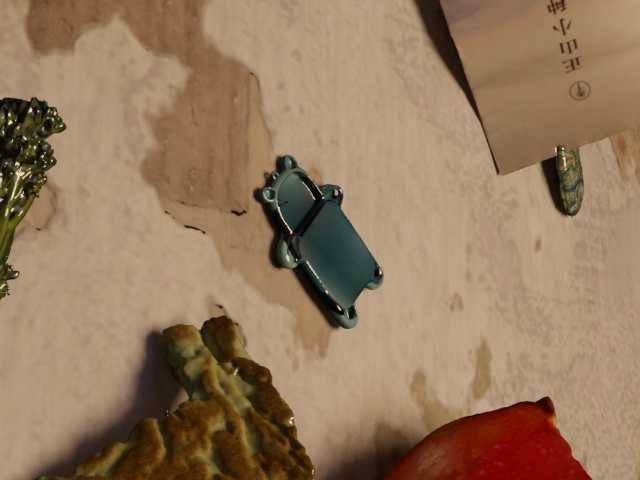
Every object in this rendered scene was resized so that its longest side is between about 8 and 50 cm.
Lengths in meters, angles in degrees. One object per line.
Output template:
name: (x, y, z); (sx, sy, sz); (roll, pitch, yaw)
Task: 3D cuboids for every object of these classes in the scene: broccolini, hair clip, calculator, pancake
broccolini: (-0.222, 0.101, 0.635); (0.074, 0.079, 0.392); (33, 67, -51)
hair clip: (0.236, -0.133, 1.174); (0.066, 0.036, 0.229); (-40, 112, -50)
calculator: (0.000, 0.000, 0.908); (0.141, 0.019, 0.094); (55, 47, -23)
pancake: (-0.104, 0.189, 0.663); (0.376, 0.197, 0.054); (-67, 165, -47)

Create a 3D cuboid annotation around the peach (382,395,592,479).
peach: (0.147, 0.281, 0.842); (0.281, 0.281, 0.338); (41, 55, -35)

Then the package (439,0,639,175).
package: (0.224, -0.204, 1.063); (0.062, 0.204, 0.251); (-89, 159, -62)
